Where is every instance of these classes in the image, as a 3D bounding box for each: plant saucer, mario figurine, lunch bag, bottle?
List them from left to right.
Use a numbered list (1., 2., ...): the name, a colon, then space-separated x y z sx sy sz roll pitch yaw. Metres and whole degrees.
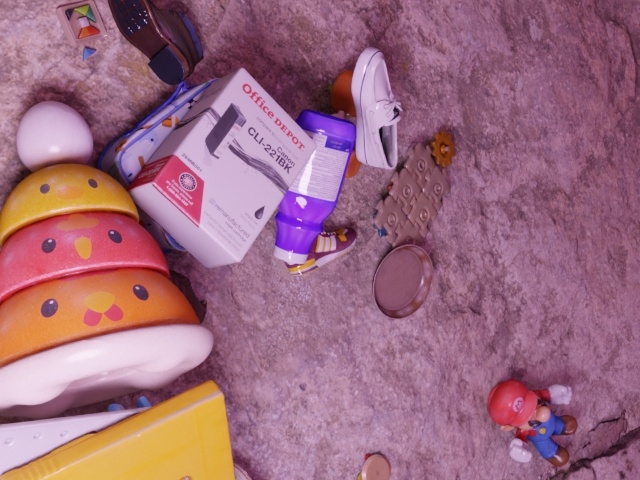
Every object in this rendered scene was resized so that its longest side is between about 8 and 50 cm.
1. lunch bag: -0.231 -0.141 1.536 0.303 0.115 0.243 -46 112 -32
2. bottle: -0.021 -0.098 1.620 0.118 0.092 0.282 14 102 -9
3. plant saucer: 0.174 0.087 1.881 0.169 0.029 0.168 -11 110 -32
4. mario figurine: 0.533 0.439 2.075 0.321 0.170 0.198 37 29 -40

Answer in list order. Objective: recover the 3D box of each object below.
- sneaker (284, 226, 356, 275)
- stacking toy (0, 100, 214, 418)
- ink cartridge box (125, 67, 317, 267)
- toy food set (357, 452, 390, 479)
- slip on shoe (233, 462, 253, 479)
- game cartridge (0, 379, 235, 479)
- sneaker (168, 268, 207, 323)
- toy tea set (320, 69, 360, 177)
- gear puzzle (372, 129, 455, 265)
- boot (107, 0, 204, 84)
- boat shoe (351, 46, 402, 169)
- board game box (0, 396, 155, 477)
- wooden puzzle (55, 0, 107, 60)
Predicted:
1. sneaker: 0.000 0.000 1.741 0.185 0.070 0.083 -33 112 -38
2. stacking toy: -0.386 0.006 1.320 0.351 0.351 0.479 -6 72 -40
3. ink cartridge box: -0.159 -0.121 1.446 0.197 0.114 0.272 44 60 -23
4. toy food set: 0.115 0.490 1.823 0.082 0.020 0.083 47 59 -26
5. slip on shoe: -0.104 0.536 1.593 0.331 0.123 0.101 57 22 -14
6. game cartridge: -0.280 0.380 1.281 0.324 0.053 0.285 -20 128 -26
7. sneaker: -0.272 0.081 1.522 0.188 0.066 0.071 53 39 -29
8. toy tea set: 0.016 -0.213 1.771 0.336 0.124 0.199 -41 141 -38
9. gear puzzle: 0.216 -0.122 1.949 0.175 0.044 0.338 49 59 -34
10. boot: -0.294 -0.387 1.545 0.219 0.082 0.106 59 32 -14
11. boat shoe: 0.121 -0.256 1.701 0.095 0.084 0.258 -45 143 -35
12. board game box: -0.443 0.409 1.232 0.390 0.050 0.389 1 116 -40
13. wooden puzzle: -0.406 -0.372 1.472 0.079 0.014 0.116 -38 110 -35
